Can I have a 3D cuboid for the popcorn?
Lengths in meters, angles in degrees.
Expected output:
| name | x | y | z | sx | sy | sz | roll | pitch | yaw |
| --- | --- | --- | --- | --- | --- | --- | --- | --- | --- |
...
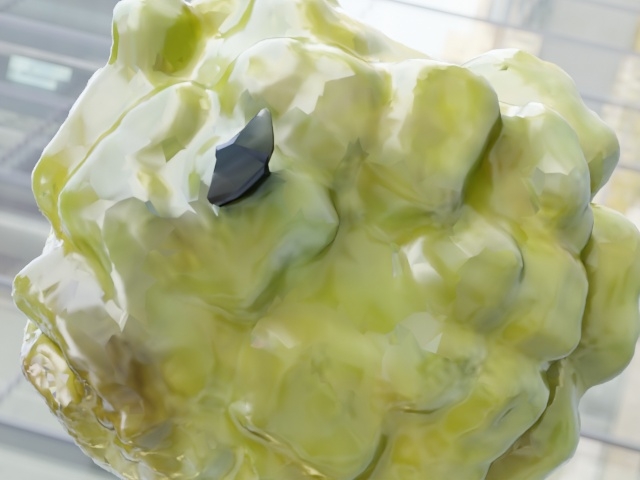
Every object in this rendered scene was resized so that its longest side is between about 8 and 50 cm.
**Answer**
| name | x | y | z | sx | sy | sz | roll | pitch | yaw |
| --- | --- | --- | --- | --- | --- | --- | --- | --- | --- |
| popcorn | -0.001 | 0.004 | 0.510 | 0.142 | 0.173 | 0.173 | -53 | -25 | -54 |
